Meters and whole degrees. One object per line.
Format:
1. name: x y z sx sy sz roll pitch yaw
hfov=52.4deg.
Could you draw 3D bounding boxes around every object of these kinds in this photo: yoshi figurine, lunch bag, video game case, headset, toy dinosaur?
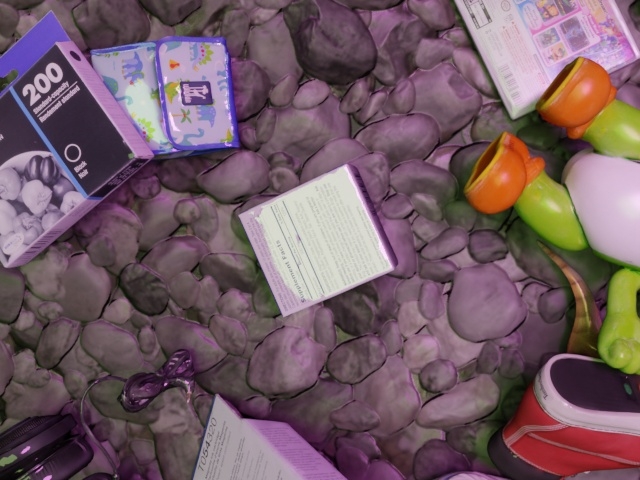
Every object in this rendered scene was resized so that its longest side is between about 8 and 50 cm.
1. yoshi figurine: 0.312 0.015 0.573 0.362 0.203 0.203 40 68 -1
2. lunch bag: -0.173 -0.160 0.748 0.151 0.096 0.129 -6 94 3
3. video game case: 0.238 -0.230 0.695 0.143 0.019 0.157 -26 87 12
4. headset: -0.288 0.299 0.798 0.243 0.185 0.394 39 115 11
5. toy dinosaur: 0.286 0.108 0.683 0.112 0.064 0.212 1 93 13

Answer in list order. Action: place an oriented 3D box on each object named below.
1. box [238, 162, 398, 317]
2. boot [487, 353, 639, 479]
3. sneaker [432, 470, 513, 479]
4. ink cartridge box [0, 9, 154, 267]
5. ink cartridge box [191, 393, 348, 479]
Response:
1. box: 0.000 0.000 0.730 0.137 0.072 0.126 -24 89 11
2. boot: 0.303 0.203 0.654 0.244 0.088 0.176 11 134 -4
3. sneaker: 0.226 0.311 0.710 0.237 0.086 0.085 21 72 -3
4. ink cartridge box: -0.321 -0.113 0.715 0.206 0.045 0.208 -37 85 13
5. ink cartridge box: -0.058 0.383 0.706 0.330 0.071 0.324 26 102 54
